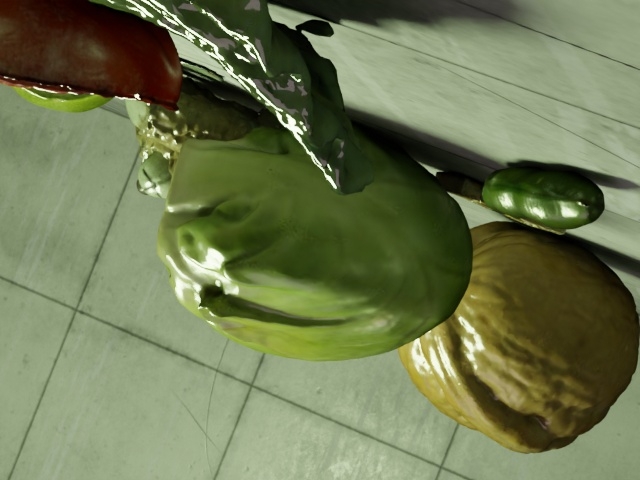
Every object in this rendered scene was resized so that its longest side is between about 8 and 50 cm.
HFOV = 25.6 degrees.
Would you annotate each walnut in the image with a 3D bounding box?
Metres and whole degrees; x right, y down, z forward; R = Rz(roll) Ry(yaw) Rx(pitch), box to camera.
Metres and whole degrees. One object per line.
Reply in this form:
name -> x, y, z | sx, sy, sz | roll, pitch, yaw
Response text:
walnut -> 0.252, 0.120, 1.824 | 0.333, 0.332, 0.333 | 22, 180, 0

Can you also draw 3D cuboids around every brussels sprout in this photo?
brussels sprout -> 0.000, 0.000, 1.428 | 0.328, 0.247, 0.328 | 8, 156, 4

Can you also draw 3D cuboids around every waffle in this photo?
waffle -> 0.195, -0.041, 1.516 | 0.135, 0.021, 0.092 | 21, -178, -25

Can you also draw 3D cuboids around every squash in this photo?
squash -> -0.313, -0.202, 1.683 | 0.169, 0.093, 0.252 | 20, 180, -9

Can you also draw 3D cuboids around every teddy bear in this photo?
teddy bear -> -0.142, -0.104, 1.637 | 0.256, 0.156, 0.267 | 20, 139, 60

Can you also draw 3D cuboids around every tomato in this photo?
tomato -> -0.216, -0.166, 1.111 | 0.228, 0.101, 0.228 | 14, -177, -1

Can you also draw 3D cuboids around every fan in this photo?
fan -> -0.139, -0.181, 1.453 | 0.083, 0.004, 0.056 | 21, 180, 25

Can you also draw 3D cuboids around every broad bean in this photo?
broad bean -> 0.172, -0.037, 1.147 | 0.065, 0.046, 0.254 | 15, -178, -9

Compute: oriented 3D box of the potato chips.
potato chips -> -0.141, -0.138, 0.723 | 0.389, 0.097, 0.373 | 23, -179, 16
